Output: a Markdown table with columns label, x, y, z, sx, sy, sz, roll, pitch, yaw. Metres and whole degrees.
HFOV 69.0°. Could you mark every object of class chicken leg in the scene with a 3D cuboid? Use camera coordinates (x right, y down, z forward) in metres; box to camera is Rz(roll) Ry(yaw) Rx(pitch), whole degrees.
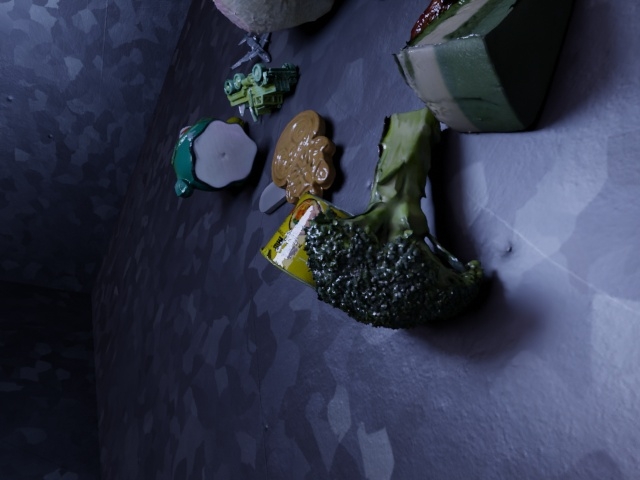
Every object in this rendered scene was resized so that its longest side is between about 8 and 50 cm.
| label | x | y | z | sx | sy | sz | roll | pitch | yaw |
| --- | --- | --- | --- | --- | --- | --- | --- | --- | --- |
| chicken leg | 0.192 | -0.366 | 0.786 | 0.089 | 0.048 | 0.219 | -48 | 0 | -31 |

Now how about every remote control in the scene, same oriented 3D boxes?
| label | x | y | z | sx | sy | sz | roll | pitch | yaw |
| --- | --- | --- | --- | --- | --- | --- | --- | --- | --- |
| remote control | -0.086 | -0.138 | 1.174 | 0.245 | 0.022 | 0.077 | -31 | 50 | 46 |

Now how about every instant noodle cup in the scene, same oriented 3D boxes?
| label | x | y | z | sx | sy | sz | roll | pitch | yaw |
| --- | --- | --- | --- | --- | --- | --- | --- | --- | --- |
| instant noodle cup | 0.000 | 0.000 | 0.863 | 0.144 | 0.182 | 0.182 | -60 | 35 | 5 |

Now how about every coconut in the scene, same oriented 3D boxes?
| label | x | y | z | sx | sy | sz | roll | pitch | yaw |
| --- | --- | --- | --- | --- | --- | --- | --- | --- | --- |
| coconut | -0.117 | -0.709 | 1.133 | 0.404 | 0.404 | 0.405 | -28 | 55 | 48 |

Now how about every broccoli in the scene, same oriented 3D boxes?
| label | x | y | z | sx | sy | sz | roll | pitch | yaw |
| --- | --- | --- | --- | --- | --- | --- | --- | --- | --- |
| broccoli | 0.125 | -0.029 | 0.709 | 0.221 | 0.252 | 0.361 | -19 | 27 | 47 |

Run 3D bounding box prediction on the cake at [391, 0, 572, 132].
| label | x | y | z | sx | sy | sz | roll | pitch | yaw |
| --- | --- | --- | --- | --- | --- | --- | --- | --- | --- |
| cake | 0.273 | -0.286 | 0.679 | 0.283 | 0.172 | 0.158 | -46 | 34 | -18 |

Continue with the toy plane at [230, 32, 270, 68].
| label | x | y | z | sx | sy | sz | roll | pitch | yaw |
| --- | --- | --- | --- | --- | --- | --- | --- | --- | --- |
| toy plane | -0.214 | -0.641 | 1.542 | 0.226 | 0.058 | 0.226 | -45 | 40 | 13 |

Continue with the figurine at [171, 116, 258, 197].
| label | x | y | z | sx | sy | sz | roll | pitch | yaw |
| --- | --- | --- | --- | --- | --- | --- | --- | --- | --- |
| figurine | -0.329 | -0.258 | 1.425 | 0.324 | 0.231 | 0.340 | -49 | 24 | -6 |

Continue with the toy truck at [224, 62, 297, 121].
| label | x | y | z | sx | sy | sz | roll | pitch | yaw |
| --- | --- | --- | --- | --- | --- | --- | --- | --- | --- |
| toy truck | -0.169 | -0.427 | 1.356 | 0.259 | 0.128 | 0.135 | -1 | 102 | 55 |

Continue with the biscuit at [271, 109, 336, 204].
| label | x | y | z | sx | sy | sz | roll | pitch | yaw |
| --- | --- | --- | --- | --- | --- | --- | --- | --- | --- |
| biscuit | -0.046 | -0.189 | 1.084 | 0.202 | 0.044 | 0.289 | -52 | 37 | 27 |
